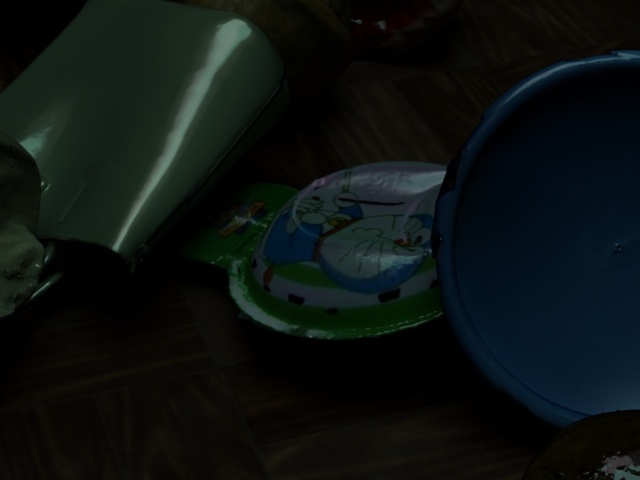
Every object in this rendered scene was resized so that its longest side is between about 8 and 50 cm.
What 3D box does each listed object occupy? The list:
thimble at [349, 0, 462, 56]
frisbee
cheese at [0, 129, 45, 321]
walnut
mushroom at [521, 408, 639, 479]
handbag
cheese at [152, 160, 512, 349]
[{"bbox_3d":[0.040,-0.254,1.438,0.189,0.163,0.125,19,36,3],"label":"thimble"},{"bbox_3d":[0.187,0.004,1.012,0.242,0.242,0.045,-2,-1,-2],"label":"frisbee"},{"bbox_3d":[-0.293,-0.051,1.014,0.233,0.127,0.266,29,2,30],"label":"cheese"},{"bbox_3d":[-0.040,-0.181,1.331,0.149,0.166,0.166,24,40,18],"label":"walnut"},{"bbox_3d":[0.170,0.145,0.932,0.127,0.087,0.127,-11,11,2],"label":"mushroom"},{"bbox_3d":[-0.181,-0.056,1.180,0.241,0.109,0.315,13,44,35],"label":"handbag"},{"bbox_3d":[0.000,0.000,1.129,0.320,0.083,0.204,12,40,36],"label":"cheese"}]
